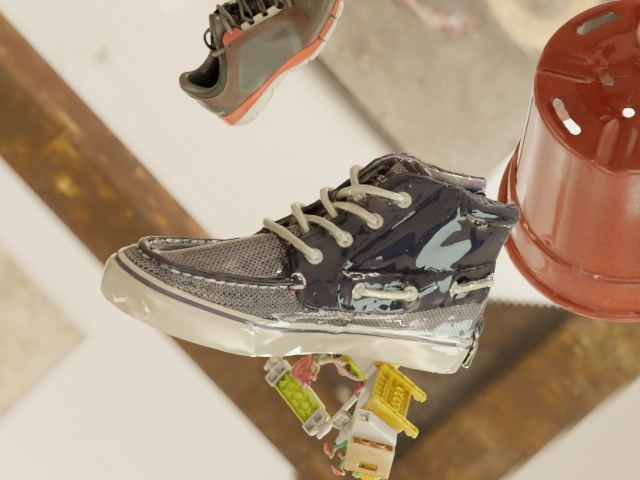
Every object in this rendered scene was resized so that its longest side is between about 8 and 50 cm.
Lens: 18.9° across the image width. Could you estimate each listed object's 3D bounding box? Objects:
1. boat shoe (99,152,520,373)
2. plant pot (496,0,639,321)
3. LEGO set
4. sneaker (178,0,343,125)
[{"bbox_3d":[0.000,0.000,1.477,0.127,0.340,0.158,39,-66,47],"label":"boat shoe"},{"bbox_3d":[0.316,-0.094,1.977,0.272,0.272,0.265,-44,157,-16],"label":"plant pot"},{"bbox_3d":[0.005,0.130,1.597,0.107,0.132,0.287,-48,-140,17],"label":"LEGO set"},{"bbox_3d":[-0.040,-0.144,1.300,0.158,0.065,0.061,-52,-146,25],"label":"sneaker"}]
